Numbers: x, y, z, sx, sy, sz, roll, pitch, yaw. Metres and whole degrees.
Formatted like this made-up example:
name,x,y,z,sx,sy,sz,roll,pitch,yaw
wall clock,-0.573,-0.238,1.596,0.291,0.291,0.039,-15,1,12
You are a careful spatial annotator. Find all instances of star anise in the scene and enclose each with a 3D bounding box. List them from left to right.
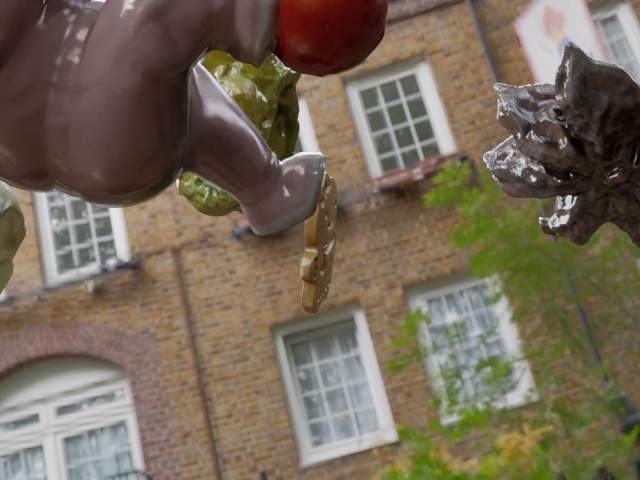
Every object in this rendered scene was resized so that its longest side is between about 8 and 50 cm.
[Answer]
name,x,y,z,sx,sy,sz,roll,pitch,yaw
star anise,0.217,-0.054,0.842,0.212,0.073,0.197,23,-33,-4

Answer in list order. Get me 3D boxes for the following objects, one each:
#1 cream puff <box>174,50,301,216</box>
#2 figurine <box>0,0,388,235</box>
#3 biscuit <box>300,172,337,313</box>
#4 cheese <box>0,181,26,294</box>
name,x,y,z,sx,sy,sz,roll,pitch,yaw
cream puff,-0.111,-0.172,1.562,0.185,0.282,0.282,5,-30,-22
figurine,-0.124,-0.086,0.386,0.287,0.186,0.176,13,15,-2
biscuit,0.002,0.002,1.409,0.027,0.184,0.133,8,8,13
cheese,-0.451,0.006,1.151,0.233,0.266,0.127,22,-23,-1
